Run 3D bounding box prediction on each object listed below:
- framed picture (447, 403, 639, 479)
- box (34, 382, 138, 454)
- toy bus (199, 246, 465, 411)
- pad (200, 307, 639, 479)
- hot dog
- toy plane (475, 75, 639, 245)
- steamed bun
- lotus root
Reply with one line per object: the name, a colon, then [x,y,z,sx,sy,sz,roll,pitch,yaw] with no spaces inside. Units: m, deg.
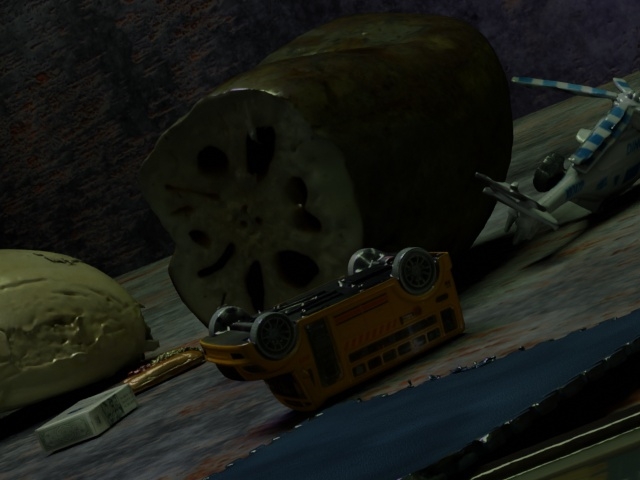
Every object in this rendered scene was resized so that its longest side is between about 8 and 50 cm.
framed picture: [0.076,0.094,0.537,0.168,0.023,0.128,-23,4,7]
box: [-0.190,0.145,1.298,0.054,0.024,0.083,-20,4,20]
toy bus: [0.008,0.057,1.001,0.162,0.074,0.069,-23,11,-27]
pad: [0.022,0.094,0.749,0.269,0.012,0.269,-23,0,43]
hot dog: [-0.143,0.115,1.429,0.083,0.021,0.037,-26,6,-19]
toy plane: [0.219,-0.048,1.260,0.182,0.107,0.273,19,34,5]
steamed bun: [-0.320,0.087,1.611,0.273,0.166,0.232,-16,-1,-31]
lotus root: [0.030,-0.066,1.295,0.250,0.250,0.346,-20,12,35]
